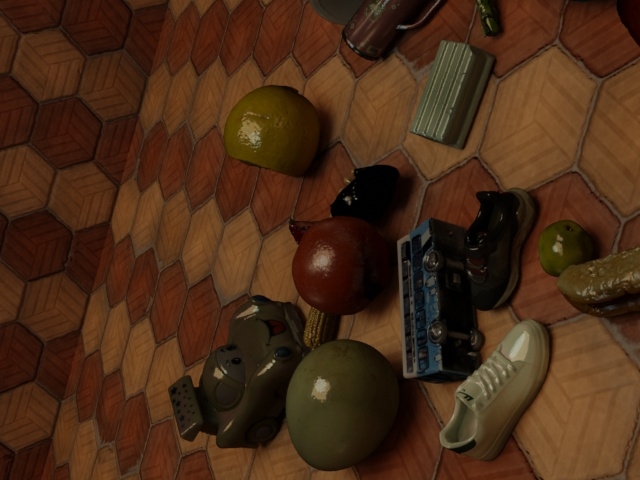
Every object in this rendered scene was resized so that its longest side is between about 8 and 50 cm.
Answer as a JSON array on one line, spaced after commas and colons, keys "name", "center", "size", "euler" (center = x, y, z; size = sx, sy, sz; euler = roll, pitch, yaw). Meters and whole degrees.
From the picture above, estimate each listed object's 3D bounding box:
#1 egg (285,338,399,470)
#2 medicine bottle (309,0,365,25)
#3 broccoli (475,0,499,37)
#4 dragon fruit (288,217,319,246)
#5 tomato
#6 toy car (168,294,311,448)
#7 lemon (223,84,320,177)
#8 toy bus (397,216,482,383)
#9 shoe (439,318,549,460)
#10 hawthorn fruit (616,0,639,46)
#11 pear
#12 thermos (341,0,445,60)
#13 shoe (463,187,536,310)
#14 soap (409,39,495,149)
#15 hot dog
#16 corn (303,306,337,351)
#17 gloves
[{"name": "egg", "center": [0.038, 0.332, 1.652], "size": [0.218, 0.218, 0.296], "euler": [-123, 40, -49]}, {"name": "medicine bottle", "center": [0.064, -0.669, 1.975], "size": [0.238, 0.237, 0.232], "euler": [-46, 43, 38]}, {"name": "broccoli", "center": [0.322, -0.501, 1.664], "size": [0.122, 0.118, 0.204], "euler": [-12, 83, 27]}, {"name": "dragon fruit", "center": [0.000, 0.000, 1.950], "size": [0.102, 0.096, 0.147], "euler": [34, 149, 60]}, {"name": "tomato", "center": [0.050, 0.054, 1.750], "size": [0.184, 0.208, 0.208], "euler": [5, 81, 41]}, {"name": "toy car", "center": [-0.189, 0.312, 1.990], "size": [0.336, 0.226, 0.242], "euler": [-59, 36, 27]}, {"name": "lemon", "center": [-0.113, -0.281, 2.097], "size": [0.240, 0.240, 0.219], "euler": [22, 94, 57]}, {"name": "toy bus", "center": [0.217, 0.116, 1.564], "size": [0.131, 0.106, 0.297], "euler": [-32, 51, 50]}, {"name": "shoe", "center": [0.287, 0.250, 1.400], "size": [0.095, 0.110, 0.265], "euler": [39, 113, 56]}, {"name": "hawthorn fruit", "center": [0.535, -0.333, 1.165], "size": [0.215, 0.215, 0.250], "euler": [-46, 42, 38]}, {"name": "pear", "center": [0.394, 0.016, 1.353], "size": [0.097, 0.092, 0.092], "euler": [102, 158, -48]}, {"name": "thermos", "center": [0.187, -0.546, 1.860], "size": [0.330, 0.109, 0.136], "euler": [-47, 42, 36]}, {"name": "shoe", "center": [0.295, 0.009, 1.477], "size": [0.099, 0.112, 0.228], "euler": [23, 95, 56]}, {"name": "soap", "center": [0.263, -0.293, 1.685], "size": [0.119, 0.066, 0.198], "euler": [30, 103, 55]}, {"name": "hot dog", "center": [0.454, 0.063, 1.229], "size": [0.242, 0.084, 0.073], "euler": [-23, 38, 49]}, {"name": "corn", "center": [0.010, 0.152, 1.898], "size": [0.068, 0.068, 0.208], "euler": [5, 79, 57]}, {"name": "gloves", "center": [0.089, -0.096, 1.838], "size": [0.164, 0.124, 0.203], "euler": [-39, -6, -8]}]
